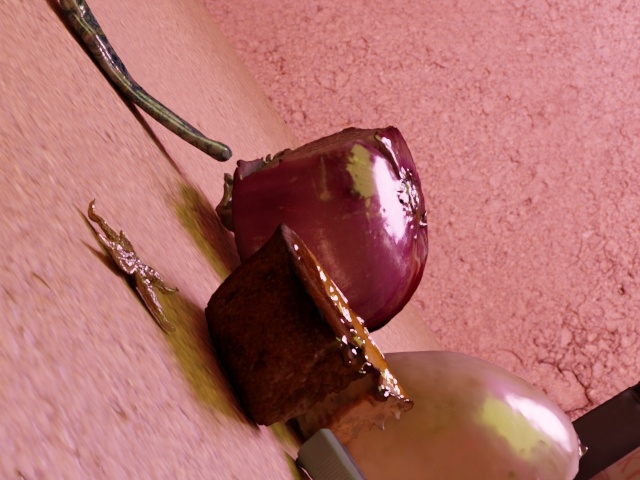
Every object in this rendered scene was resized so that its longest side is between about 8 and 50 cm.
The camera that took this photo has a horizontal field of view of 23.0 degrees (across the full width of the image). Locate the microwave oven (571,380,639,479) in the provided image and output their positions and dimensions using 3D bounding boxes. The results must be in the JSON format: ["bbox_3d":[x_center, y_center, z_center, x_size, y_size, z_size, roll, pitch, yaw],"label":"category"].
[{"bbox_3d":[0.285,0.293,1.567,0.178,0.247,0.188,56,5,-24],"label":"microwave oven"}]

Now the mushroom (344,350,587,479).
[{"bbox_3d":[0.102,0.139,1.284,0.173,0.162,0.236,55,3,-22],"label":"mushroom"}]

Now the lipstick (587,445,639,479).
[{"bbox_3d":[0.221,0.232,1.265,0.070,0.254,0.070,55,5,-7],"label":"lipstick"}]

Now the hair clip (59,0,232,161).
[{"bbox_3d":[-0.162,-0.145,1.360,0.229,0.036,0.066,47,3,-18],"label":"hair clip"}]

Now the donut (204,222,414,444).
[{"bbox_3d":[-0.014,0.072,1.070,0.141,0.085,0.217,57,5,26],"label":"donut"}]

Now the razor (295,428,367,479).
[{"bbox_3d":[0.045,0.203,0.939,0.111,0.056,0.278,50,7,-34],"label":"razor"}]

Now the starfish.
[{"bbox_3d":[-0.112,0.015,0.933,0.092,0.016,0.086,59,7,6],"label":"starfish"}]

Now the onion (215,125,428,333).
[{"bbox_3d":[0.013,-0.003,1.365,0.200,0.201,0.207,55,-8,-5],"label":"onion"}]
